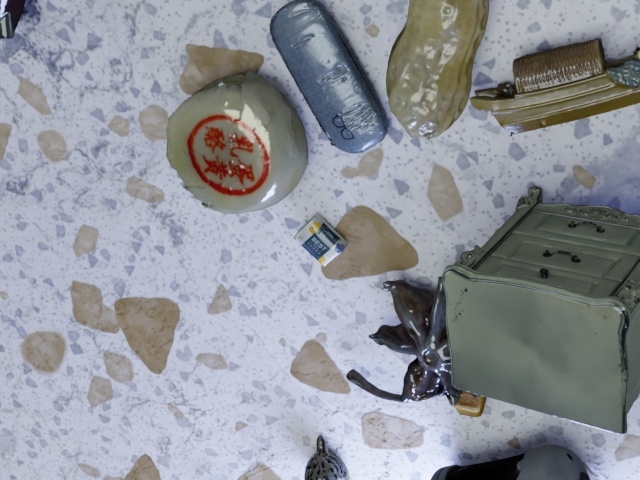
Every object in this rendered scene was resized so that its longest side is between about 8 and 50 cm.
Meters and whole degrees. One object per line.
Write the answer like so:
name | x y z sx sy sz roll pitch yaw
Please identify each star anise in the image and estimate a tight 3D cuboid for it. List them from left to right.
star anise | 0.211 0.180 1.925 0.359 0.139 0.316 16 115 30

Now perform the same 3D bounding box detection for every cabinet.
cabinet | 0.396 0.088 1.642 0.290 0.318 0.227 12 125 34

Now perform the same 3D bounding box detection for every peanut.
peanut | 0.182 -0.316 1.644 0.149 0.149 0.313 16 118 11

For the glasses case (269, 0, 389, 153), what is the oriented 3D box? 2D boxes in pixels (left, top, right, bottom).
glasses case | 0.016 -0.274 1.769 0.109 0.067 0.282 -23 109 27

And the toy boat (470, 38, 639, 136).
toy boat | 0.385 -0.247 1.633 0.310 0.089 0.115 -12 110 26

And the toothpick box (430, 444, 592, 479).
toothpick box | 0.384 0.512 1.977 0.316 0.229 0.229 -19 109 27

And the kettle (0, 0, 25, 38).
kettle | -0.595 -0.480 1.846 0.202 0.144 0.232 37 129 22

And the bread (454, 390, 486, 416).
bread | 0.265 0.299 2.000 0.103 0.049 0.062 6 85 19

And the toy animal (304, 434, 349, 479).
toy animal | 0.007 0.479 2.171 0.098 0.098 0.137 -7 114 24

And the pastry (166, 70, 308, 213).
pastry | -0.148 -0.167 1.854 0.264 0.133 0.265 11 122 19

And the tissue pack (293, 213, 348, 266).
tissue pack | 0.000 0.000 1.940 0.083 0.042 0.062 44 125 -6
